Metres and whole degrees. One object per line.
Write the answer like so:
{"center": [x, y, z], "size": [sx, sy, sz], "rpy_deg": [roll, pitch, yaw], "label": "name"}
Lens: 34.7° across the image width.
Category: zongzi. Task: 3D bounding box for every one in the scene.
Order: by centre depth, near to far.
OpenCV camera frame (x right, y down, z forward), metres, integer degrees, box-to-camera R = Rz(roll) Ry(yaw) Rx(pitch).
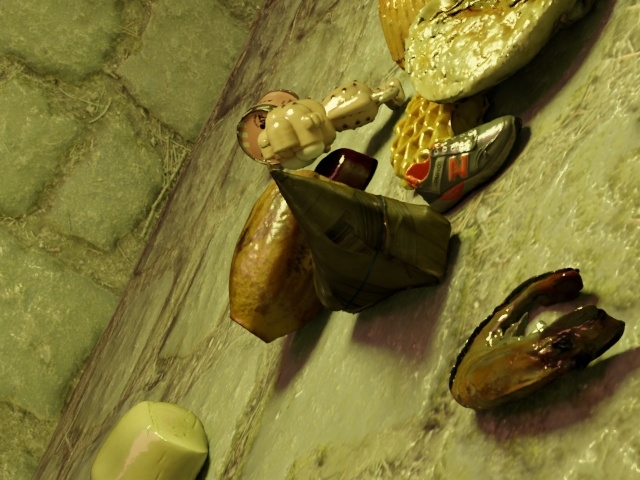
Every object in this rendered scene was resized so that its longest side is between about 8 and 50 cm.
{"center": [0.000, 0.000, 1.385], "size": [0.260, 0.289, 0.123], "rpy_deg": [-30, 46, 56], "label": "zongzi"}

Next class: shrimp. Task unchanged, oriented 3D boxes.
{"center": [0.214, 0.092, 1.035], "size": [0.253, 0.058, 0.173], "rpy_deg": [-40, 17, 51], "label": "shrimp"}

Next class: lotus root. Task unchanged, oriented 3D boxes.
{"center": [-0.055, 0.032, 1.684], "size": [0.193, 0.193, 0.291], "rpy_deg": [-23, 43, 63], "label": "lotus root"}

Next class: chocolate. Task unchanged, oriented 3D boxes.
{"center": [0.024, -0.106, 1.854], "size": [0.148, 0.080, 0.125], "rpy_deg": [-21, 41, 62], "label": "chocolate"}

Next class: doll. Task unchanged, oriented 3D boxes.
{"center": [0.020, -0.218, 1.840], "size": [0.278, 0.119, 0.154], "rpy_deg": [-23, 2, -2], "label": "doll"}

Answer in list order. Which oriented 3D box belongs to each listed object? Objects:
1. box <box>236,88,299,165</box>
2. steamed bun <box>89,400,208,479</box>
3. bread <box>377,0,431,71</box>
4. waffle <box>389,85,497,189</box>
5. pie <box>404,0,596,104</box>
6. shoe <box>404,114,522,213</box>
{"center": [-0.105, -0.273, 2.407], "size": [0.151, 0.151, 0.135], "rpy_deg": [-45, 12, 38], "label": "box"}
{"center": [-0.304, 0.381, 1.813], "size": [0.200, 0.154, 0.250], "rpy_deg": [-59, 20, 0], "label": "steamed bun"}
{"center": [0.205, -0.415, 1.760], "size": [0.274, 0.149, 0.274], "rpy_deg": [-45, 15, 16], "label": "bread"}
{"center": [0.195, -0.210, 1.575], "size": [0.283, 0.065, 0.309], "rpy_deg": [-55, 18, 14], "label": "waffle"}
{"center": [0.259, -0.326, 1.455], "size": [0.339, 0.077, 0.339], "rpy_deg": [-34, 29, 21], "label": "pie"}
{"center": [0.191, -0.113, 1.396], "size": [0.194, 0.077, 0.074], "rpy_deg": [-43, 22, 43], "label": "shoe"}
